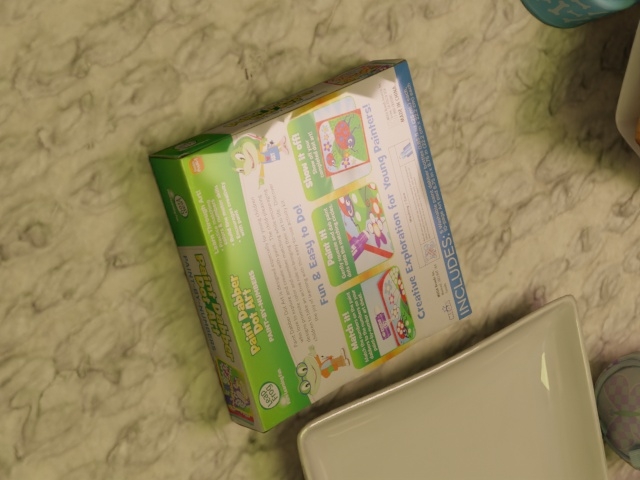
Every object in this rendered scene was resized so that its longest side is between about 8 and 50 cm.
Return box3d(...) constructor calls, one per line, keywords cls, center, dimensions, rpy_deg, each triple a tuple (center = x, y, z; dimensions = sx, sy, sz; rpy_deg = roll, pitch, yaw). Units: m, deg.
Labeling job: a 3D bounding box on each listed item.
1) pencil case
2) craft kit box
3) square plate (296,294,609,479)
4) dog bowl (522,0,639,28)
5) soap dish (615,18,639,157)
box3d(cls="pencil case", center=(0.413, 0.164, 1.563), dimensions=(0.273, 0.113, 0.124), rpy_deg=(-6, 66, -37))
box3d(cls="craft kit box", center=(0.000, 0.000, 1.288), dimensions=(0.247, 0.061, 0.249), rpy_deg=(-27, 110, -34))
box3d(cls="square plate", center=(0.139, 0.264, 1.420), dimensions=(0.347, 0.049, 0.344), rpy_deg=(-22, 108, -32))
box3d(cls="dog bowl", center=(0.223, -0.332, 1.401), dimensions=(0.166, 0.074, 0.297), rpy_deg=(-51, 122, -20))
box3d(cls="soap dish", center=(0.399, -0.197, 1.472), dimensions=(0.229, 0.118, 0.290), rpy_deg=(30, 75, -61))
